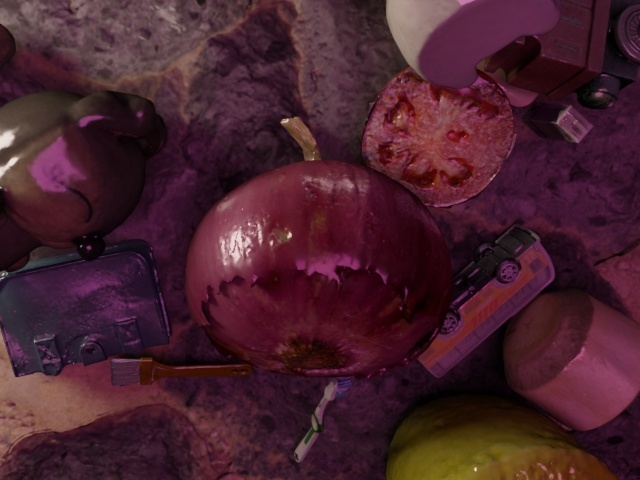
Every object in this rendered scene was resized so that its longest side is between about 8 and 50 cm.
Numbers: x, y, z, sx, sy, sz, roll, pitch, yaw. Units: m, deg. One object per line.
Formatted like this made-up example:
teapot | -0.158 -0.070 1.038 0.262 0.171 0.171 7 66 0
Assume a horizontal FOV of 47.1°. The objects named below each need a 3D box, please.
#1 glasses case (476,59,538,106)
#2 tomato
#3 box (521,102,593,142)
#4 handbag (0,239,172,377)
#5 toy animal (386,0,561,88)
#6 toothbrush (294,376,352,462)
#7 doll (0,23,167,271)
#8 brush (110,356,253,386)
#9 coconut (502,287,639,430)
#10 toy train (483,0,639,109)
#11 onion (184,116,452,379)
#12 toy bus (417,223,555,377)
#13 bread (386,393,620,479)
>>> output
glasses case | 0.242 -0.270 1.088 0.196 0.050 0.083 28 100 -14
tomato | 0.167 -0.160 1.074 0.225 0.085 0.225 0 119 -1
box | 0.351 -0.176 1.094 0.050 0.117 0.036 38 93 -17
handbag | -0.346 0.106 1.076 0.229 0.062 0.179 -11 105 -6
toy animal | 0.137 -0.387 0.912 0.196 0.367 0.241 -28 148 28
toothbrush | -0.007 0.273 1.095 0.030 0.030 0.304 8 143 -11
doll | -0.395 -0.132 0.916 0.382 0.252 0.378 -33 100 -14
brush | -0.211 0.200 1.130 0.218 0.010 0.082 1 143 -15
coconut | 0.407 0.188 1.150 0.222 0.202 0.202 33 96 -11
toy train | 0.359 -0.339 1.016 0.221 0.150 0.304 14 78 -9
onion | 0.010 0.035 1.002 0.358 0.358 0.345 45 51 -16
toy bus | 0.246 0.096 1.159 0.268 0.092 0.106 -41 115 2
bread | 0.274 0.413 1.123 0.348 0.308 0.348 -2 104 -7
